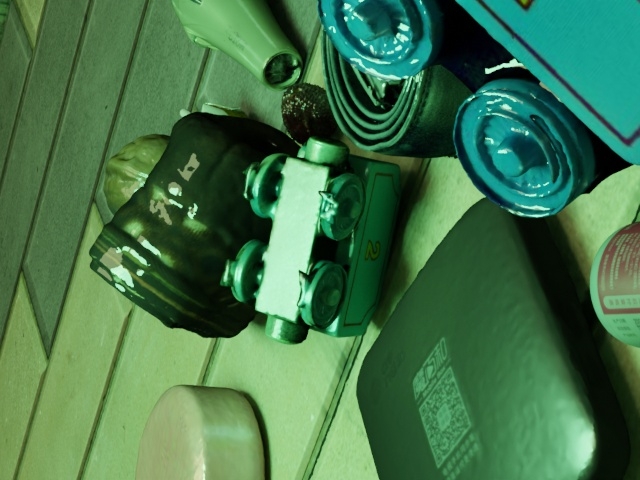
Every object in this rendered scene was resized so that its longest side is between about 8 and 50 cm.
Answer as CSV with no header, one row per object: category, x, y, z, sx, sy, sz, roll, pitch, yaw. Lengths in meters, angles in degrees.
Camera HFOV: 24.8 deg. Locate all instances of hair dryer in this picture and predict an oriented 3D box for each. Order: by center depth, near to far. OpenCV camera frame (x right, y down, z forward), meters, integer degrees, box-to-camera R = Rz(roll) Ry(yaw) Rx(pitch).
hair dryer,-0.069,-0.319,1.779,0.298,0.119,0.296,-44,49,35

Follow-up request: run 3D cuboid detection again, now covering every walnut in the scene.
walnut,-0.226,-0.075,1.977,0.162,0.140,0.140,14,96,56

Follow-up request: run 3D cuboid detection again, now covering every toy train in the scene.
toy train,0.161,-0.179,0.997,0.300,0.188,0.265,45,144,8
toy train,0.000,0.000,1.428,0.112,0.163,0.203,18,99,30

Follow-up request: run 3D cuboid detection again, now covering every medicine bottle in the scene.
medicine bottle,0.269,0.025,0.930,0.217,0.090,0.090,-8,75,64

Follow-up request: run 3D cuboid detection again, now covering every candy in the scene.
candy,-0.150,0.291,1.748,0.255,0.094,0.255,-173,90,-65

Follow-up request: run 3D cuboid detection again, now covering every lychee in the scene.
lychee,-0.014,-0.139,1.614,0.083,0.068,0.067,-87,18,-56

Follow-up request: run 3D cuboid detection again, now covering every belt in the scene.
belt,0.076,-0.195,1.380,0.267,0.116,0.206,-120,39,-49

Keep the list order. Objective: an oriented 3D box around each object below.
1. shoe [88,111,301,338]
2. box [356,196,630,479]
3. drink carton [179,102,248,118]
shoe,-0.109,-0.022,1.610,0.237,0.171,0.384,-51,-10,0
box,0.133,0.146,1.209,0.290,0.073,0.289,-60,33,39
drink carton,-0.118,-0.123,1.825,0.200,0.074,0.084,-130,53,-59
